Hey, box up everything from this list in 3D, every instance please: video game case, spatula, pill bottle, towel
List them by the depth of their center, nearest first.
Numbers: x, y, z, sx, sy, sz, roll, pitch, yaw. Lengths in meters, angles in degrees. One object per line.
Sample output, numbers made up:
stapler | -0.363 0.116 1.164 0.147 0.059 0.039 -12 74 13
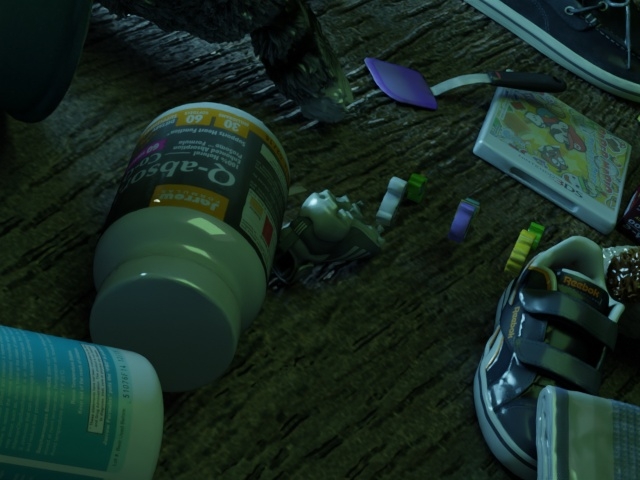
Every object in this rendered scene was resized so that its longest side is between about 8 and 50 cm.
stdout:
pill bottle | -0.265 0.135 1.264 0.264 0.146 0.146 15 38 -27
pill bottle | -0.122 0.003 1.535 0.162 0.162 0.278 26 34 -11
towel | 0.335 0.270 1.640 0.285 0.034 0.209 17 58 -23
spatula | 0.199 -0.206 2.155 0.297 0.030 0.084 -3 46 -23
video game case | 0.312 -0.122 2.174 0.206 0.026 0.227 32 34 -3

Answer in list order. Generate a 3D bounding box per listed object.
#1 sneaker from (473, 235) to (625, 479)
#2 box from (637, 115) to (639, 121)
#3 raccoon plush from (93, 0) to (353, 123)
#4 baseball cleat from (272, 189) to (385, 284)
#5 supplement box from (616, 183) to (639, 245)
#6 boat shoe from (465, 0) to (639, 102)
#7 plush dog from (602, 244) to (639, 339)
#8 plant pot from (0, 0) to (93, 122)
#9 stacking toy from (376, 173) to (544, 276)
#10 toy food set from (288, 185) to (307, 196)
sneaker | 0.245 0.112 1.740 0.126 0.127 0.321 27 36 -12
box | 0.579 -0.151 2.403 0.232 0.058 0.087 9 42 -32
raccoon plush | -0.190 -0.253 1.849 0.446 0.299 0.216 61 15 -21
baseball cleat | 0.000 0.000 1.724 0.072 0.109 0.206 51 7 19
supplement box | 0.484 -0.105 2.103 0.073 0.239 0.130 35 33 4
boat shoe | 0.389 -0.355 2.417 0.500 0.156 0.186 31 32 -7
plush dog | 0.412 0.073 1.899 0.225 0.210 0.262 18 -8 -2
plant pot | -0.421 -0.284 1.527 0.334 0.341 0.341 -1 46 -29
stacking toy | 0.160 -0.019 1.826 0.167 0.052 0.221 23 8 8
toy food set | -0.076 -0.079 1.806 0.122 0.019 0.078 41 33 25
